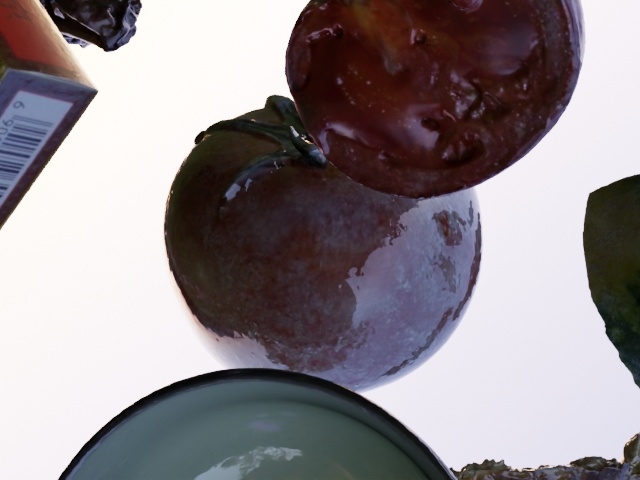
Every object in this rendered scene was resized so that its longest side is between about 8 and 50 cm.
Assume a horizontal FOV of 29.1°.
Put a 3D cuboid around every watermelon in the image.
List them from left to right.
[{"bbox_3d":[0.444,0.071,1.526,0.310,0.232,0.193,65,-31,28],"label":"watermelon"}]

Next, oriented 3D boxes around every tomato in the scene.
[{"bbox_3d":[0.000,0.000,1.194,0.316,0.317,0.282,-90,179,-58],"label":"tomato"},{"bbox_3d":[0.098,-0.151,0.936,0.233,0.200,0.139,-43,180,32],"label":"tomato"}]

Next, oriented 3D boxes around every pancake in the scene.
[{"bbox_3d":[0.239,0.287,1.299,0.257,0.212,0.056,-6,-138,3],"label":"pancake"}]

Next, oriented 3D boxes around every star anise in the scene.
[{"bbox_3d":[-0.244,-0.275,1.133,0.126,0.220,0.190,-40,-146,-11],"label":"star anise"}]

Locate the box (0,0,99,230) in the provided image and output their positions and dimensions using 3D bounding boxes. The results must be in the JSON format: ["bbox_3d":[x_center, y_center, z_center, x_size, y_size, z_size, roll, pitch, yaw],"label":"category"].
[{"bbox_3d":[-0.240,-0.049,0.691,0.240,0.074,0.153,-49,-117,22],"label":"box"}]

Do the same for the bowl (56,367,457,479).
[{"bbox_3d":[-0.031,0.272,0.930,0.354,0.354,0.185,-49,167,4],"label":"bowl"}]
